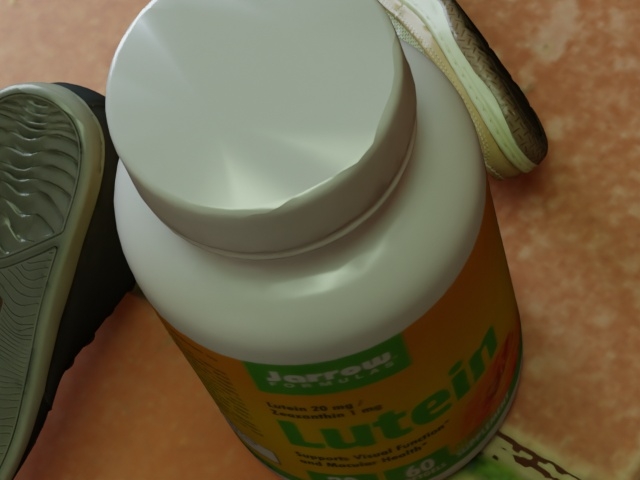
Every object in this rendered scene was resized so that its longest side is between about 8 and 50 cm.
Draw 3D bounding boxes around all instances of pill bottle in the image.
[{"bbox_3d":[0.000,0.000,0.726,0.136,0.245,0.136,-5,64,10],"label":"pill bottle"}]

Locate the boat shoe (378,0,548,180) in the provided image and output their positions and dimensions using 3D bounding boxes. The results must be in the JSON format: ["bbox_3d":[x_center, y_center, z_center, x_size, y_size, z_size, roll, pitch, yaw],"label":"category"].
[{"bbox_3d":[0.035,-0.088,0.872,0.072,0.068,0.190,-36,52,7],"label":"boat shoe"}]

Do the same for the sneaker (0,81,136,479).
[{"bbox_3d":[-0.124,0.039,0.835,0.083,0.118,0.222,29,102,19],"label":"sneaker"}]
